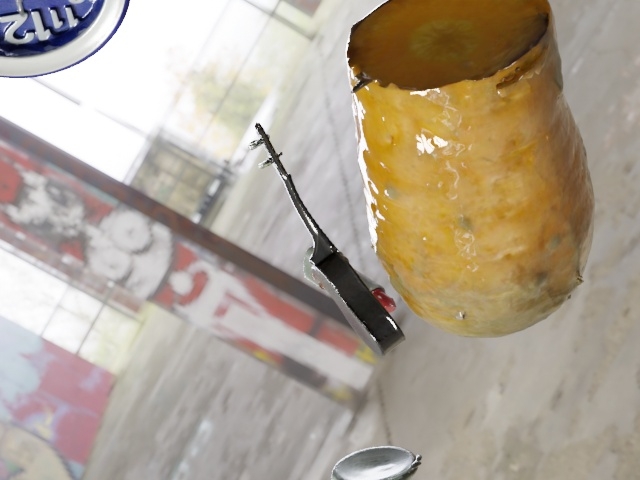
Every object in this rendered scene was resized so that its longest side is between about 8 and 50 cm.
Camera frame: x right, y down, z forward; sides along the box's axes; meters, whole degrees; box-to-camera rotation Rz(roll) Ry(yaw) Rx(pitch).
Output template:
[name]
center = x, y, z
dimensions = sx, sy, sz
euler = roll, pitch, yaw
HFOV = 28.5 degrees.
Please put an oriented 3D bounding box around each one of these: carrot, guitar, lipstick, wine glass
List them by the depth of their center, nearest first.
[carrot]
center = 0.141, -0.068, 1.189
dimensions = 0.224, 0.224, 0.340
euler = -70, -29, -42
[guitar]
center = -0.002, 0.001, 1.283
dimensions = 0.038, 0.271, 0.084
euler = -35, 7, -10
[wine glass]
center = 0.075, 0.333, 1.381
dimensions = 0.111, 0.111, 0.204
euler = -98, -3, -74
[lipstick]
center = 0.048, 0.067, 1.894
dimensions = 0.186, 0.057, 0.063
euler = 31, 131, 46

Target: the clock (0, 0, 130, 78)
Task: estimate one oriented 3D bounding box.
[clock]
center = -0.301, -0.268, 1.222
dimensions = 0.230, 0.230, 0.083
euler = -53, 37, 37
